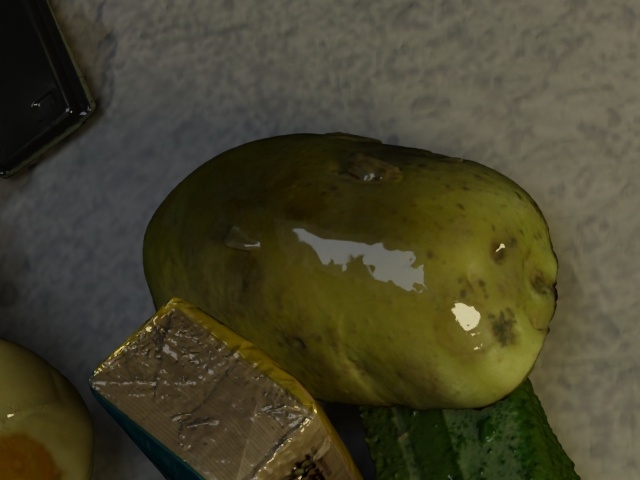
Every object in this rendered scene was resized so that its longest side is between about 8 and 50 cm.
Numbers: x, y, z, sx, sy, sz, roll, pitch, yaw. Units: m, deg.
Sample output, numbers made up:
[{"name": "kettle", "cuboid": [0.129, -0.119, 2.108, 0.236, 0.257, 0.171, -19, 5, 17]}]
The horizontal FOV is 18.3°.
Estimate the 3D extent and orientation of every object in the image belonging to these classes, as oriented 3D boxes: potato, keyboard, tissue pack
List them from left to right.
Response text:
[{"name": "keyboard", "cuboid": [-0.226, -0.155, 1.384, 0.093, 0.025, 0.230, -34, 62, 17]}, {"name": "tissue pack", "cuboid": [-0.041, 0.118, 1.108, 0.120, 0.169, 0.082, 35, 76, 31]}, {"name": "potato", "cuboid": [0.000, 0.000, 1.141, 0.271, 0.111, 0.160, 6, 64, 37]}]

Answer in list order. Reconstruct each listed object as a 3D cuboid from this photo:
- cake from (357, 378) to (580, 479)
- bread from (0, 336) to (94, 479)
[{"name": "cake", "cuboid": [0.080, 0.125, 1.091, 0.100, 0.099, 0.235, -32, 61, 14]}, {"name": "bread", "cuboid": [-0.301, 0.155, 1.227, 0.341, 0.210, 0.300, 33, 70, 27]}]
